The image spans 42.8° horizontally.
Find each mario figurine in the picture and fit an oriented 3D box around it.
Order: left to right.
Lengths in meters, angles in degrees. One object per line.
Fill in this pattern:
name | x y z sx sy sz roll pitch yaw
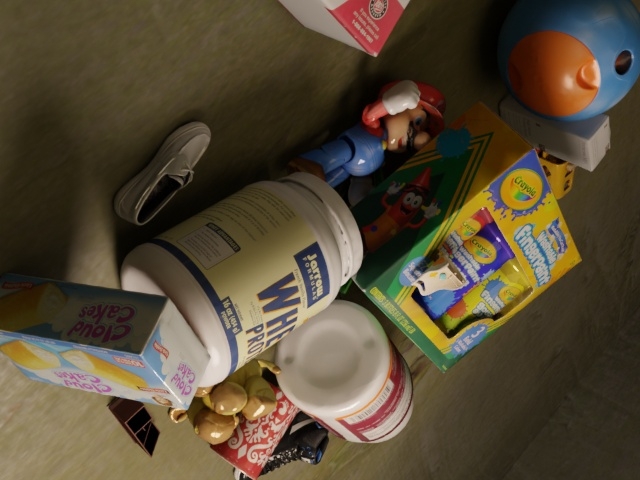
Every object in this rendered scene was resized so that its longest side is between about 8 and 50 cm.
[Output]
mario figurine | 0.105 -0.158 1.423 0.320 0.198 0.170 -38 99 -17

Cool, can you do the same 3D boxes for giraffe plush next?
giraffe plush | -0.184 0.285 1.462 0.171 0.181 0.210 -59 -179 19

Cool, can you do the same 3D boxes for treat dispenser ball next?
treat dispenser ball | 0.503 -0.385 1.647 0.288 0.288 0.288 -31 137 -34

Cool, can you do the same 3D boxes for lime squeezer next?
lime squeezer | 0.102 -0.046 1.585 0.110 0.058 0.311 -5 108 -76

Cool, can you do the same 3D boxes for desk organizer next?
desk organizer | -0.309 0.314 1.393 0.047 0.050 0.130 -42 142 -22

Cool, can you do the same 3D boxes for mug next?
mug | -0.132 0.371 1.635 0.113 0.150 0.169 40 77 -19

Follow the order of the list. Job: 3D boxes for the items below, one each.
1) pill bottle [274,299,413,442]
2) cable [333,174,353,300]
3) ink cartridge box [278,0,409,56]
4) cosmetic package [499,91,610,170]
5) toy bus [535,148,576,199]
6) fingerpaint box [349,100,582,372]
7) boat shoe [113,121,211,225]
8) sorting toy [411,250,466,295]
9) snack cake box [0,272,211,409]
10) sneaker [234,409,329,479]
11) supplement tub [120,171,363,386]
pill bottle | 0.067 0.284 1.665 0.224 0.224 0.392 -51 153 -9
cable | 0.000 0.000 1.553 0.139 0.072 0.288 -9 111 -34
ink cartridge box | 0.063 -0.502 1.129 0.385 0.160 0.279 -59 146 1
cosmetic package | 0.521 -0.255 1.819 0.085 0.231 0.117 -49 144 -13
toy bus | 0.597 -0.204 2.062 0.202 0.104 0.191 13 106 -54
fingerpaint box | 0.267 0.018 1.539 0.371 0.163 0.445 -40 142 3
boat shoe | -0.218 -0.096 1.181 0.184 0.063 0.066 -44 143 -19
sorting toy | 0.191 0.062 1.369 0.075 0.045 0.083 -36 141 10
snack cake box | -0.298 0.133 1.077 0.152 0.264 0.089 69 34 -48
sneaker | -0.072 0.454 1.730 0.217 0.121 0.079 -42 141 -22
supplement tub | -0.116 0.049 1.266 0.324 0.235 0.236 -33 138 -32
